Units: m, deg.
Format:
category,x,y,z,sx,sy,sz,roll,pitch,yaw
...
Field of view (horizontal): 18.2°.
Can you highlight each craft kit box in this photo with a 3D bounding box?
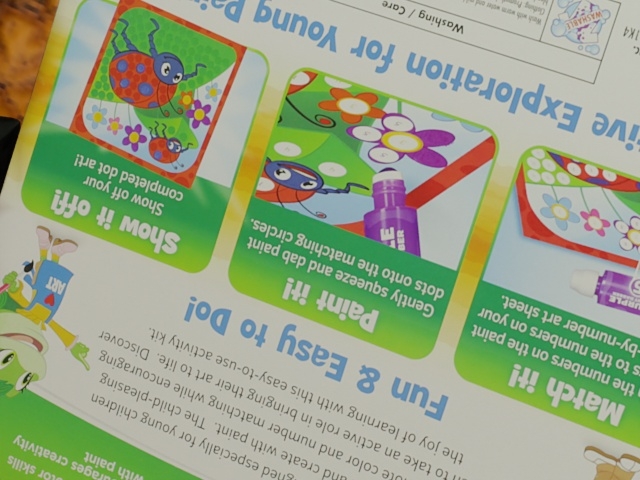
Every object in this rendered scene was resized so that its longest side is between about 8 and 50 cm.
category,x,y,z,sx,sy,sz,roll,pitch,yaw
craft kit box,0.015,0.010,0.628,0.250,0.061,0.247,21,94,22

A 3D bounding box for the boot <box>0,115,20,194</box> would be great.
category,x,y,z,sx,sy,sz,roll,pitch,yaw
boot,-0.240,-0.115,0.719,0.280,0.096,0.264,11,110,10
